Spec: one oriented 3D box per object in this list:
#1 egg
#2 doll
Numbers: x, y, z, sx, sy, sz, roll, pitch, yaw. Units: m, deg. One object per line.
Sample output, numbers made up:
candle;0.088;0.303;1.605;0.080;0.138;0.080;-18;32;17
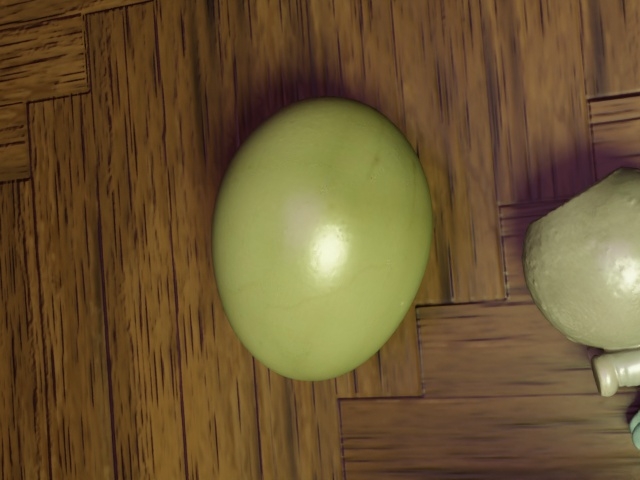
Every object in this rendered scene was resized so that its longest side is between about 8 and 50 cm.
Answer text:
egg;0.000;0.000;0.744;0.185;0.186;0.242;9;94;20
doll;0.272;0.085;0.671;0.151;0.151;0.287;-34;82;17
